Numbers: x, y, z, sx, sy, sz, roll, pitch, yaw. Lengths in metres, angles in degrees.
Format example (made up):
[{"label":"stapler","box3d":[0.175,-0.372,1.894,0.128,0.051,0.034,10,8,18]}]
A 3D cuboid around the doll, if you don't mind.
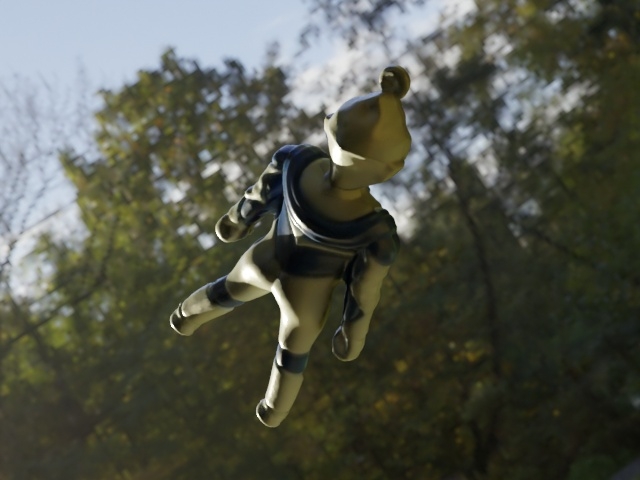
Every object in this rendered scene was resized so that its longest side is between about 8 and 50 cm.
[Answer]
[{"label":"doll","box3d":[0.000,0.000,0.755,0.057,0.114,0.227,-20,-29,-46]}]
